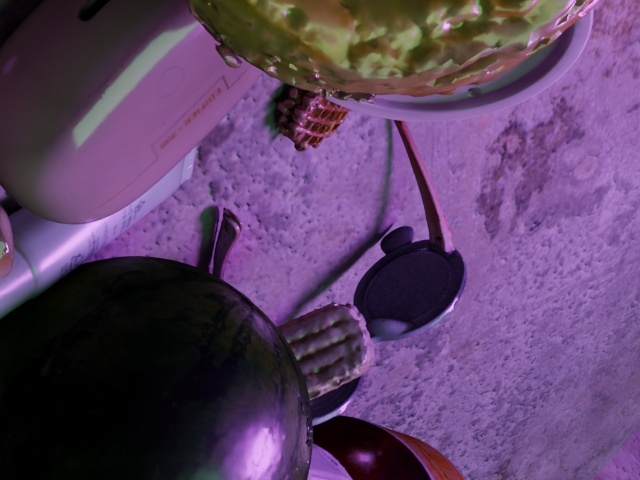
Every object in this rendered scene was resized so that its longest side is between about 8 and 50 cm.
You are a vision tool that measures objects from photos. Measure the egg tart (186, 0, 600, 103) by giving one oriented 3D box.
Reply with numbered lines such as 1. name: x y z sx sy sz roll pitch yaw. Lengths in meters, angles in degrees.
1. egg tart: 0.035 -0.228 0.947 0.315 0.120 0.315 -7 113 -17

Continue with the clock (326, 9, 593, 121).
1. clock: 0.066 -0.157 1.135 0.197 0.197 0.068 95 -3 -56

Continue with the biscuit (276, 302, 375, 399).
1. biscuit: -0.073 0.115 1.354 0.239 0.061 0.108 -24 176 1

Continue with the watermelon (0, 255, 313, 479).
1. watermelon: -0.122 0.129 1.180 0.242 0.242 0.242 -40 157 -21

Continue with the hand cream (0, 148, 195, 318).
1. hand cream: -0.144 -0.019 1.151 0.205 0.050 0.078 -38 153 -37

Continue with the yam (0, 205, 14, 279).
1. yam: -0.290 0.075 1.003 0.300 0.066 0.066 -40 157 -20

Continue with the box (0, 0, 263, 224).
1. box: -0.104 -0.098 1.035 0.200 0.088 0.146 -45 159 -8

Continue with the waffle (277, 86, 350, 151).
1. waffle: 0.002 -0.100 1.321 0.075 0.029 0.083 -41 159 -19

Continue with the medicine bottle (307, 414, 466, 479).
1. medicine bottle: 0.000 0.264 1.629 0.242 0.242 0.395 -50 159 1

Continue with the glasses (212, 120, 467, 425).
1. glasses: 0.000 0.000 1.476 0.234 0.118 0.268 -39 136 -20
